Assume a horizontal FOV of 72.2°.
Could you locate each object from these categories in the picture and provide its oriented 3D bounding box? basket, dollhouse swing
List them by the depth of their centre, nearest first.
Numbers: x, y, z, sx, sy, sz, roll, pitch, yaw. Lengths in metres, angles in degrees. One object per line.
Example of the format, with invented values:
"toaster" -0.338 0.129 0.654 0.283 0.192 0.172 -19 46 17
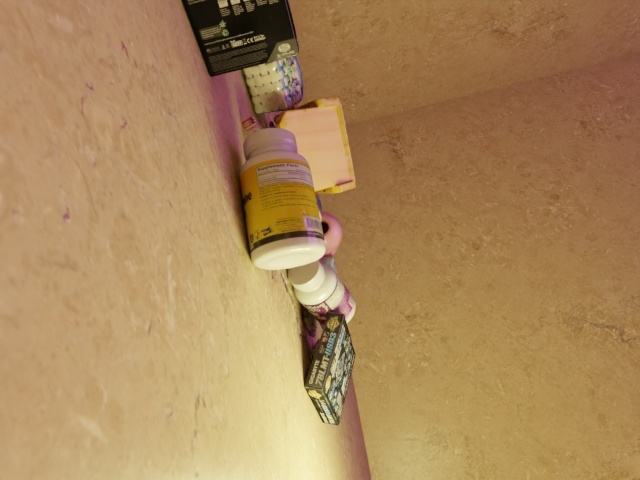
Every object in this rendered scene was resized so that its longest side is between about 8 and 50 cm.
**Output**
"basket" -0.166 -0.604 1.639 0.289 0.201 0.255 -81 160 -53
"dollhouse swing" -0.059 -0.342 1.688 0.315 0.305 0.347 13 -63 62

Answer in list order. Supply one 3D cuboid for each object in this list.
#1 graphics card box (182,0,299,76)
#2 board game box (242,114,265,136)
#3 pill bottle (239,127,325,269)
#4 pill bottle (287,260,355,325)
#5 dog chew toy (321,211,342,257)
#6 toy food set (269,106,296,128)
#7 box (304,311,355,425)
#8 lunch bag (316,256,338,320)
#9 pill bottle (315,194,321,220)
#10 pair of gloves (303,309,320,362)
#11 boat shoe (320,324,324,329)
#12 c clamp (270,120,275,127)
"graphics card box" -0.202 -0.585 0.987 0.094 0.232 0.371 -97 172 -53
"board game box" -0.165 -0.291 1.403 0.147 0.045 0.193 64 9 17
"pill bottle" -0.106 -0.107 1.124 0.188 0.187 0.334 62 16 -73
"pill bottle" 0.002 0.189 1.619 0.301 0.169 0.169 54 20 -44
"dog chew toy" 0.000 0.000 2.097 0.332 0.206 0.207 85 -5 -68
"toy food set" -0.155 -0.435 1.813 0.104 0.111 0.232 -128 -145 -72
"box" 0.046 0.458 1.568 0.293 0.073 0.296 71 29 -45
"lunch bag" 0.018 0.217 2.017 0.224 0.107 0.279 70 19 -58
"pill bottle" -0.070 -0.121 1.797 0.272 0.152 0.152 -88 165 -71
"pair of gloves" -0.019 0.385 1.743 0.204 0.042 0.240 60 17 -74
"boat shoe" -0.005 0.231 1.824 0.104 0.089 0.285 -138 -154 -82
"c clamp" -0.199 -0.445 1.941 0.137 0.022 0.161 64 15 -49
